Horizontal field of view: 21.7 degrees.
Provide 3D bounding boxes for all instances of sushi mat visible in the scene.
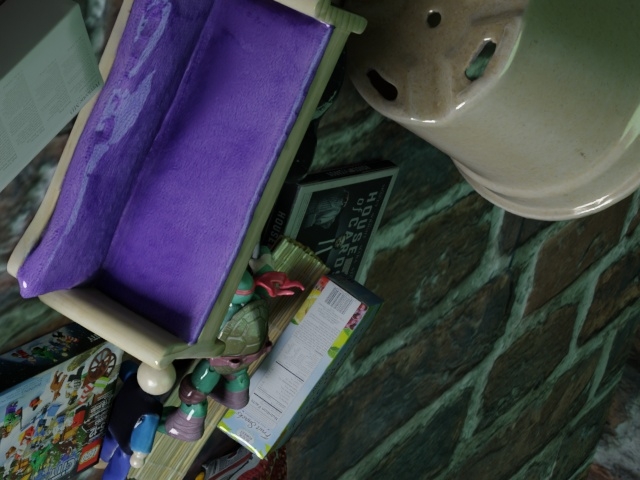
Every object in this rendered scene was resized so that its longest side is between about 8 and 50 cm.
[{"bbox_3d":[-0.103,0.137,1.841,0.316,0.019,0.151,-55,155,2],"label":"sushi mat"}]

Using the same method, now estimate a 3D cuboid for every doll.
[{"bbox_3d":[-0.188,0.176,1.656,0.046,0.129,0.189,4,140,-24],"label":"doll"}]

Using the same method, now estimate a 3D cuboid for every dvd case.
[{"bbox_3d":[0.000,0.000,1.938,0.238,0.029,0.179,-14,128,-58],"label":"dvd case"}]

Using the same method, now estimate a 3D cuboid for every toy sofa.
[{"bbox_3d":[-0.117,-0.078,1.480,0.177,0.150,0.363,7,109,-66],"label":"toy sofa"}]

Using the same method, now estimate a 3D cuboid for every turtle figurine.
[{"bbox_3d":[-0.105,0.087,1.684,0.175,0.118,0.234,-15,133,-32],"label":"turtle figurine"}]

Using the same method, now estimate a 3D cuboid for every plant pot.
[{"bbox_3d":[0.195,-0.208,1.808,0.305,0.333,0.334,14,103,-54],"label":"plant pot"}]

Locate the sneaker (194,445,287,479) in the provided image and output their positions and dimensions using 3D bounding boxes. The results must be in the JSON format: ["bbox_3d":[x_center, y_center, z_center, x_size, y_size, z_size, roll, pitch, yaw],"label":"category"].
[{"bbox_3d":[-0.099,0.275,1.978,0.225,0.092,0.088,-43,133,-65],"label":"sneaker"}]

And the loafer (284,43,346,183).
[{"bbox_3d":[-0.021,-0.143,1.732,0.170,0.062,0.061,-68,-165,-2],"label":"loafer"}]

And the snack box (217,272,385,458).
[{"bbox_3d":[-0.018,0.137,1.887,0.207,0.070,0.174,-56,173,4],"label":"snack box"}]

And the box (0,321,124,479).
[{"bbox_3d":[-0.281,0.175,1.546,0.233,0.044,0.159,-26,138,-53],"label":"box"}]

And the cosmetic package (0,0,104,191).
[{"bbox_3d":[-0.271,-0.083,1.277,0.239,0.060,0.099,-50,151,-25],"label":"cosmetic package"}]
